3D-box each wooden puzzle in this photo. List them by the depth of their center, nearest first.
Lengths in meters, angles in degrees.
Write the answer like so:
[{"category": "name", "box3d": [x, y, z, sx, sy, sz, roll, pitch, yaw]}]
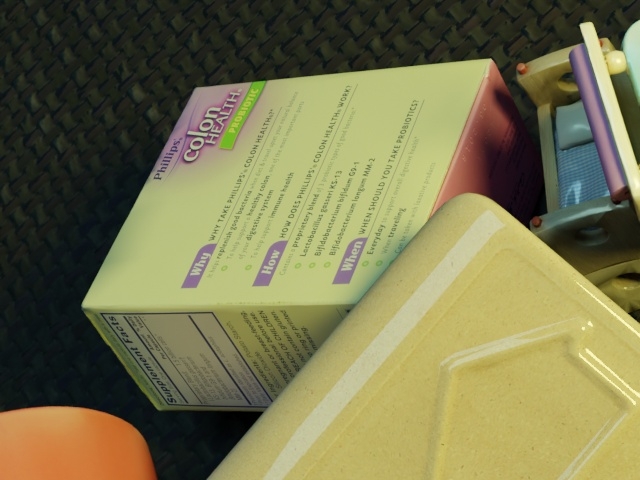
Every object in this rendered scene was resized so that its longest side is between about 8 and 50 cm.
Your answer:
[{"category": "wooden puzzle", "box3d": [0.111, 0.198, 1.086, 0.348, 0.080, 0.322, 41, 93, 11]}]

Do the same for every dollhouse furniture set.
[{"category": "dollhouse furniture set", "box3d": [0.233, -0.056, 1.182, 0.183, 0.129, 0.129, -17, 56, 23]}]

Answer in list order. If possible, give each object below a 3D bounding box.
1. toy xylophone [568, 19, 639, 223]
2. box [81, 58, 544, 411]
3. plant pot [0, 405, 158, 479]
[{"category": "toy xylophone", "box3d": [0.313, -0.063, 1.090, 0.322, 0.081, 0.236, -19, 69, -9]}, {"category": "box", "box3d": [0.000, 0.000, 1.274, 0.243, 0.117, 0.213, -2, 47, 30]}, {"category": "plant pot", "box3d": [-0.193, 0.278, 1.187, 0.275, 0.275, 0.243, -33, 62, 12]}]
